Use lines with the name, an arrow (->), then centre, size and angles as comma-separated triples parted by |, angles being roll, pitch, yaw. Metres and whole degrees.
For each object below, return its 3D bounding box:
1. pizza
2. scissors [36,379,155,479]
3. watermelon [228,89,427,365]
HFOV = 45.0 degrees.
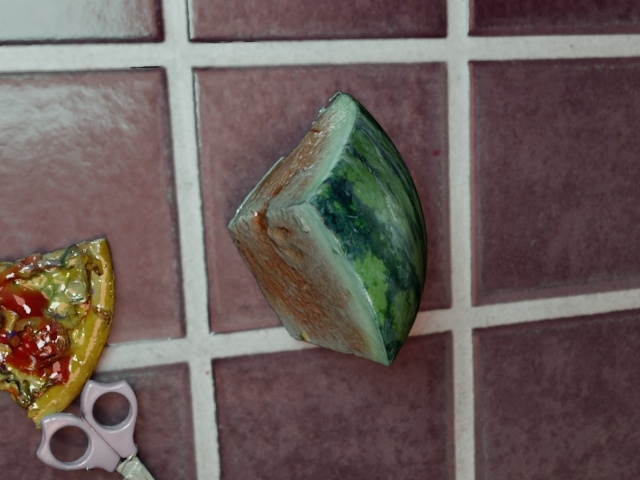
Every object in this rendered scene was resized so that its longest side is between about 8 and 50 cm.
pizza -> -0.304, 0.084, 0.753 | 0.193, 0.053, 0.200 | 10, 96, -17
scissors -> -0.198, 0.237, 0.810 | 0.110, 0.021, 0.212 | -41, 116, -14
watermelon -> 0.000, 0.000, 0.763 | 0.201, 0.261, 0.212 | -23, 109, 18
